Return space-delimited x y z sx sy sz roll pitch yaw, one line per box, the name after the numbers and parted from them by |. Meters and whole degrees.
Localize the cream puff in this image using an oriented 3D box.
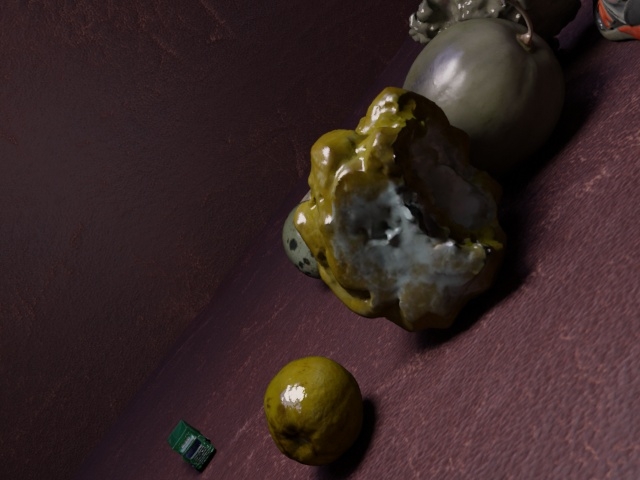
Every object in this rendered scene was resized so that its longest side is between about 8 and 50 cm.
0.117 -0.036 1.030 0.274 0.323 0.270 -34 5 26 | cream puff

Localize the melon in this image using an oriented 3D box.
0.259 -0.227 1.158 0.308 0.272 0.272 -22 30 48 | melon

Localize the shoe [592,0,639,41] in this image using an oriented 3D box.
0.476 -0.415 1.109 0.132 0.171 0.336 -47 13 19 | shoe

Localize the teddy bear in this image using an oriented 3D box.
0.330 -0.426 1.311 0.357 0.225 0.367 -11 -19 -6 | teddy bear

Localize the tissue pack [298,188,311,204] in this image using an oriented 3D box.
0.034 -0.092 1.834 0.196 0.148 0.092 -51 9 2 | tissue pack

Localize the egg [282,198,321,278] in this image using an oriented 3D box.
0.000 0.000 1.633 0.177 0.177 0.228 -47 29 21 | egg

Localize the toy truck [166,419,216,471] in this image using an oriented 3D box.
-0.287 0.458 1.561 0.065 0.079 0.147 -54 14 -14 | toy truck

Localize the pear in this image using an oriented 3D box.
-0.011 0.245 1.005 0.149 0.149 0.162 -47 6 20 | pear
